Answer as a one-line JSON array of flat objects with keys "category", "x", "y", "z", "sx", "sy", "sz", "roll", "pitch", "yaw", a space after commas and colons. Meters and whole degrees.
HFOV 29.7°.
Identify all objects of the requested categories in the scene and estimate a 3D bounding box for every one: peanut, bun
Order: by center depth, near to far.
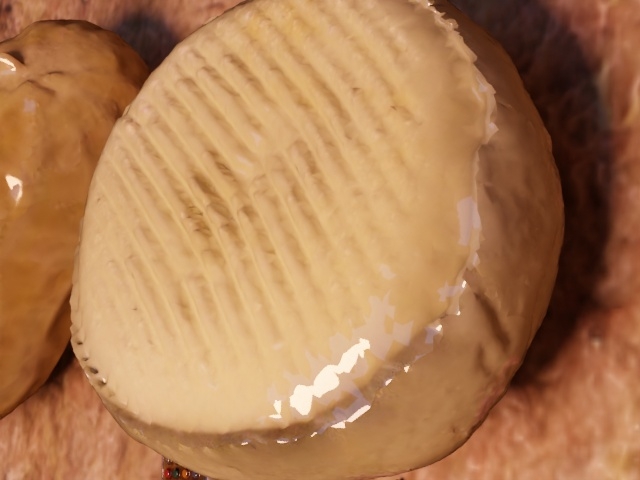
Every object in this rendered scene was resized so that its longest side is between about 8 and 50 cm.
[{"category": "bun", "x": 0.000, "y": 0.000, "z": 0.633, "sx": 0.287, "sy": 0.146, "sz": 0.287, "roll": -16, "pitch": 60, "yaw": 30}, {"category": "peanut", "x": -0.222, "y": 0.007, "z": 0.837, "sx": 0.174, "sy": 0.158, "sz": 0.340, "roll": -89, "pitch": 23, "yaw": -70}]

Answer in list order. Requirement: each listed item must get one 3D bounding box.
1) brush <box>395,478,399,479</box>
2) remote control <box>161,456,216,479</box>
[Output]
[{"category": "brush", "x": -0.009, "y": 0.221, "z": 0.688, "sx": 0.205, "sy": 0.011, "sz": 0.083, "roll": -42, "pitch": 56, "yaw": 31}, {"category": "remote control", "x": -0.077, "y": 0.117, "z": 0.764, "sx": 0.059, "sy": 0.028, "sz": 0.212, "roll": -10, "pitch": 74, "yaw": 47}]
